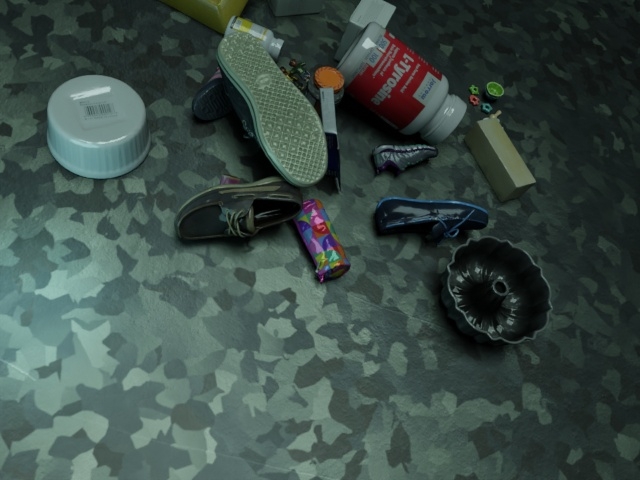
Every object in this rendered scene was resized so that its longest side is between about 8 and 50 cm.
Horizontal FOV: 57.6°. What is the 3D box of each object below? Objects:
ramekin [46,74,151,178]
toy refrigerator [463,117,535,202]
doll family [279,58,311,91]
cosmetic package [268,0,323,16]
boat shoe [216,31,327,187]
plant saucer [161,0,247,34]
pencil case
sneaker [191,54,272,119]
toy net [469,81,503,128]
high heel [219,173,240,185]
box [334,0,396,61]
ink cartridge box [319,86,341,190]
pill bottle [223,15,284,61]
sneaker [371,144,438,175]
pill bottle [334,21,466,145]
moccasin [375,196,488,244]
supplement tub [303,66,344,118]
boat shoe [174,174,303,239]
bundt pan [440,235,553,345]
[{"bbox_3d":[-0.608,-0.320,1.597,0.277,0.135,0.277,7,62,-13],"label":"ramekin"},{"bbox_3d":[0.601,-0.273,1.956,0.094,0.102,0.269,-15,67,-23],"label":"toy refrigerator"},{"bbox_3d":[-0.120,-0.512,1.883,0.111,0.076,0.193,47,63,5],"label":"doll family"},{"bbox_3d":[-0.089,-0.907,2.055,0.184,0.151,0.151,-13,68,-22],"label":"cosmetic package"},{"bbox_3d":[-0.137,-0.357,1.646,0.187,0.156,0.500,-28,77,-17],"label":"boat shoe"},{"bbox_3d":[-0.378,-0.908,1.925,0.333,0.081,0.332,28,87,-1],"label":"plant saucer"},{"bbox_3d":[0.000,0.000,1.633,0.105,0.104,0.236,-15,67,-23],"label":"pencil case"},{"bbox_3d":[-0.297,-0.491,1.819,0.131,0.112,0.319,28,59,34],"label":"sneaker"},{"bbox_3d":[0.606,-0.475,2.097,0.122,0.045,0.232,8,61,-13],"label":"toy net"},{"bbox_3d":[-0.186,-0.106,1.665,0.244,0.082,0.117,12,102,-30],"label":"high heel"},{"bbox_3d":[0.152,-0.715,2.009,0.119,0.181,0.181,27,59,-2],"label":"box"},{"bbox_3d":[0.028,-0.295,1.726,0.045,0.223,0.223,-5,61,0],"label":"ink cartridge box"},{"bbox_3d":[-0.217,-0.656,1.912,0.184,0.103,0.103,21,59,-5],"label":"pill bottle"},{"bbox_3d":[0.274,-0.254,1.875,0.224,0.083,0.098,-2,84,-13],"label":"sneaker"},{"bbox_3d":[0.258,-0.490,1.874,0.408,0.229,0.229,33,58,-12],"label":"pill bottle"},{"bbox_3d":[0.334,-0.047,1.756,0.342,0.137,0.116,3,66,0],"label":"moccasin"},{"bbox_3d":[0.004,-0.441,1.813,0.117,0.190,0.116,7,61,-14],"label":"supplement tub"},{"bbox_3d":[-0.212,-0.080,1.549,0.356,0.132,0.130,-20,34,-12],"label":"boat shoe"},{"bbox_3d":[0.489,0.157,1.680,0.331,0.124,0.330,7,61,-14],"label":"bundt pan"}]
